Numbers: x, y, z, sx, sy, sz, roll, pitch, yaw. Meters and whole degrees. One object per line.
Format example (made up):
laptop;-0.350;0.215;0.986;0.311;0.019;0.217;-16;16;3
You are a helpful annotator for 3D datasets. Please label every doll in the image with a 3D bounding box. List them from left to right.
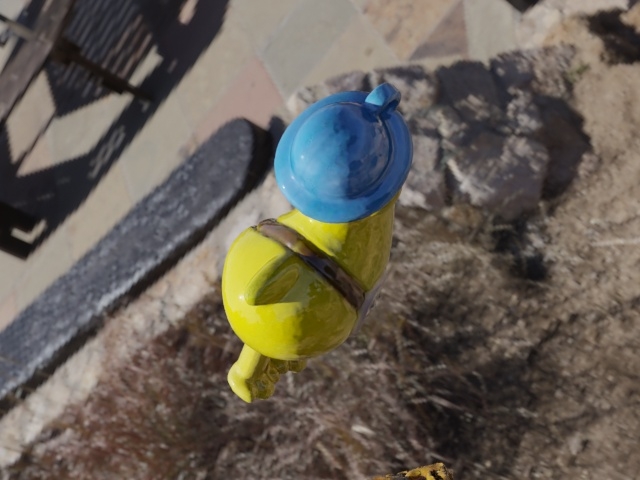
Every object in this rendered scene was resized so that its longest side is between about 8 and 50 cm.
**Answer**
doll;0.000;0.000;0.987;0.145;0.199;0.363;37;133;15

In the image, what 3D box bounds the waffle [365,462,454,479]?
waffle;-0.022;0.282;0.857;0.308;0.091;0.213;-14;13;2
